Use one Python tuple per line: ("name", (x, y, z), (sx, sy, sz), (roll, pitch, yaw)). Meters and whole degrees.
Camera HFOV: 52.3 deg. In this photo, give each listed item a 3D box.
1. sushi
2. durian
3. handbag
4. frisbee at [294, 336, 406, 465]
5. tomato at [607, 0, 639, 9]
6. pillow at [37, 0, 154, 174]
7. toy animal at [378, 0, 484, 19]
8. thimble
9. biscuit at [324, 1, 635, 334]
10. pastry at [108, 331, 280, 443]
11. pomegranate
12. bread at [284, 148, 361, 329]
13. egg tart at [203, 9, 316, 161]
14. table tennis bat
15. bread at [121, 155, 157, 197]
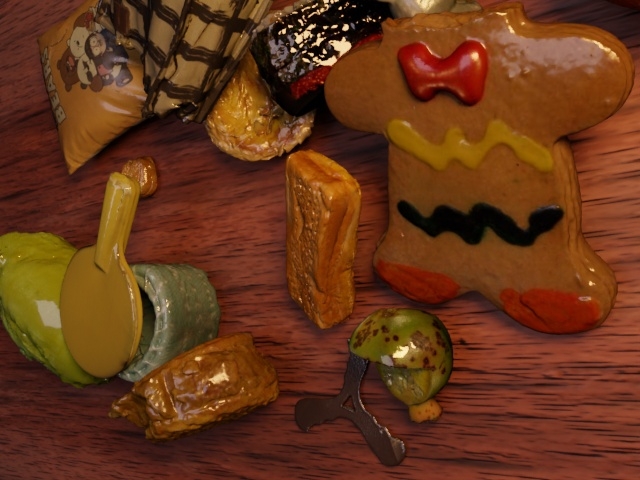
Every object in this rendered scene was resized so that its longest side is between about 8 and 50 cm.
("sushi", (0.013, -0.281, 0.915), (0.225, 0.136, 0.126), (-33, 90, 3))
("durian", (-0.516, 0.145, 1.321), (0.339, 0.204, 0.256), (28, 122, 22))
("handbag", (-0.207, -0.386, 0.981), (0.327, 0.162, 0.325), (-54, 48, 30))
("frisbee", (0.054, 0.242, 1.017), (0.211, 0.012, 0.188), (18, 101, 34))
("tomato", (0.367, -0.369, 0.638), (0.270, 0.227, 0.270), (20, 116, 50))
("pillow", (-0.438, -0.331, 1.278), (0.312, 0.119, 0.310), (-23, 82, 32))
("toy animal", (0.148, -0.274, 0.809), (0.108, 0.138, 0.236), (-39, 114, 22))
("thimble", (-0.296, 0.147, 1.182), (0.198, 0.143, 0.235), (49, 116, 26))
("biscuit", (0.169, -0.076, 0.791), (0.368, 0.076, 0.394), (11, 124, 34))
("pastry", (-0.187, 0.249, 1.054), (0.240, 0.235, 0.132), (-42, 73, 39))
("pomegranate", (0.128, 0.161, 0.900), (0.169, 0.122, 0.143), (47, 156, -13))
("bread", (-0.001, 0.001, 0.938), (0.139, 0.077, 0.271), (44, 148, 40))
("egg tart", (-0.094, -0.247, 1.055), (0.231, 0.098, 0.252), (-31, 78, 25))
("table tennis bat", (-0.370, 0.061, 1.121), (0.224, 0.054, 0.369), (25, 107, 33))
("bread", (-0.353, -0.122, 1.271), (0.081, 0.046, 0.083), (-47, 64, 21))
